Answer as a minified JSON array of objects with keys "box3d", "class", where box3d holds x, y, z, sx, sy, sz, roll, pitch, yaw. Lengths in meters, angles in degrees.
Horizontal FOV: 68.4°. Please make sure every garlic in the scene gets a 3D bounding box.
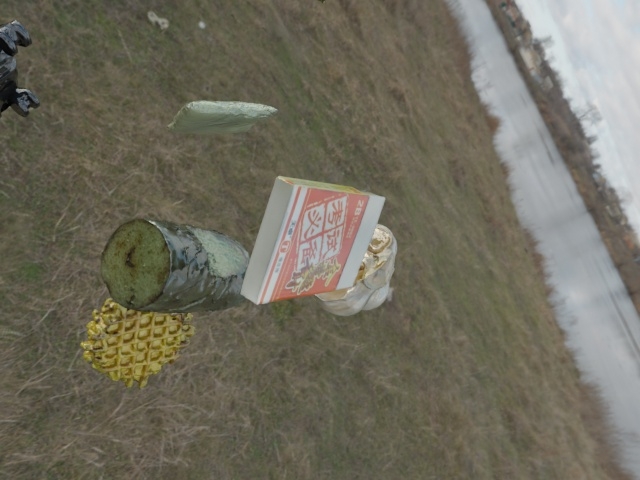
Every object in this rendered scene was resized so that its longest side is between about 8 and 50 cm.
[{"box3d":[0.081,0.073,1.029,0.229,0.178,0.143,-54,133,-22],"class":"garlic"}]

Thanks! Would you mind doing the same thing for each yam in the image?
[{"box3d":[-0.214,0.043,0.717,0.154,0.154,0.254,69,13,10],"class":"yam"}]

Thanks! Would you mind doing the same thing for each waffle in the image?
[{"box3d":[-0.334,0.174,0.877,0.070,0.197,0.193,40,-1,44],"class":"waffle"}]

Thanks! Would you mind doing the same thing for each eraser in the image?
[{"box3d":[0.000,0.000,0.653,0.038,0.157,0.230,27,16,31],"class":"eraser"}]

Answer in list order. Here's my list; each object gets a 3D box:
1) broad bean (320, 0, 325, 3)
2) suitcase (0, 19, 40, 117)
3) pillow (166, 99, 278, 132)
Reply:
[{"box3d":[-0.024,-0.534,0.734,0.060,0.043,0.298,-93,171,-80],"class":"broad bean"},{"box3d":[-0.480,-0.194,0.418,0.335,0.152,0.230,38,61,-11],"class":"suitcase"},{"box3d":[-0.308,-0.379,1.443,0.274,0.280,0.076,-8,94,-29],"class":"pillow"}]
